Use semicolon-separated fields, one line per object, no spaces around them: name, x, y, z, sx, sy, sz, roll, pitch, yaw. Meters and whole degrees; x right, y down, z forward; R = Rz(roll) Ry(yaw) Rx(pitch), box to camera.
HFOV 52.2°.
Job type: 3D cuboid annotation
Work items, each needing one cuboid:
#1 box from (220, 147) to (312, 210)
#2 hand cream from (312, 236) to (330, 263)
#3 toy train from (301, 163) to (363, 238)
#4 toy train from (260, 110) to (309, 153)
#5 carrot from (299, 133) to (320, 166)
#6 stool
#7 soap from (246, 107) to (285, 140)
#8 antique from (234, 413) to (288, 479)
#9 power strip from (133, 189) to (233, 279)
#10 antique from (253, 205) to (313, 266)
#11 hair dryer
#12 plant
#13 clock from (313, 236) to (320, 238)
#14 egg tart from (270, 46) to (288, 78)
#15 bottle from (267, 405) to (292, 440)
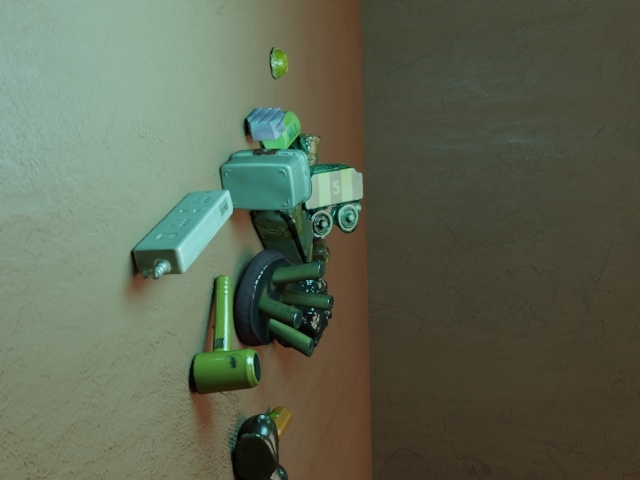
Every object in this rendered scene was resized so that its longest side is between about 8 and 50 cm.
box;-0.133;-0.149;1.618;0.129;0.210;0.147;-51;138;-59
hand cream;0.000;0.000;2.491;0.084;0.084;0.203;77;13;-45
toy train;0.004;-0.132;2.150;0.299;0.167;0.238;-13;107;-41
toy train;-0.111;-0.306;1.976;0.253;0.105;0.157;-66;140;-64
carrot;-0.061;-0.232;2.222;0.102;0.102;0.262;30;68;-75
stool;-0.092;0.167;1.750;0.272;0.179;0.271;11;90;-68
soap;-0.148;-0.319;1.785;0.149;0.100;0.056;-68;154;-61
antique;-0.155;0.583;1.726;0.143;0.121;0.256;-79;158;-72
power strip;-0.264;-0.018;1.280;0.338;0.098;0.058;-66;153;-61
antique;-0.109;-0.040;1.900;0.284;0.125;0.150;67;24;-60
hair dryer;-0.210;0.205;1.484;0.090;0.135;0.278;70;14;-58
plant;-0.058;0.209;2.003;0.204;0.178;0.233;74;21;-44
clock;-0.021;-0.095;2.393;0.193;0.073;0.144;-52;140;-70
egg tart;-0.126;-0.549;2.023;0.105;0.039;0.105;2;90;-77
bottle;-0.139;0.551;1.887;0.187;0.069;0.069;-47;135;-70
